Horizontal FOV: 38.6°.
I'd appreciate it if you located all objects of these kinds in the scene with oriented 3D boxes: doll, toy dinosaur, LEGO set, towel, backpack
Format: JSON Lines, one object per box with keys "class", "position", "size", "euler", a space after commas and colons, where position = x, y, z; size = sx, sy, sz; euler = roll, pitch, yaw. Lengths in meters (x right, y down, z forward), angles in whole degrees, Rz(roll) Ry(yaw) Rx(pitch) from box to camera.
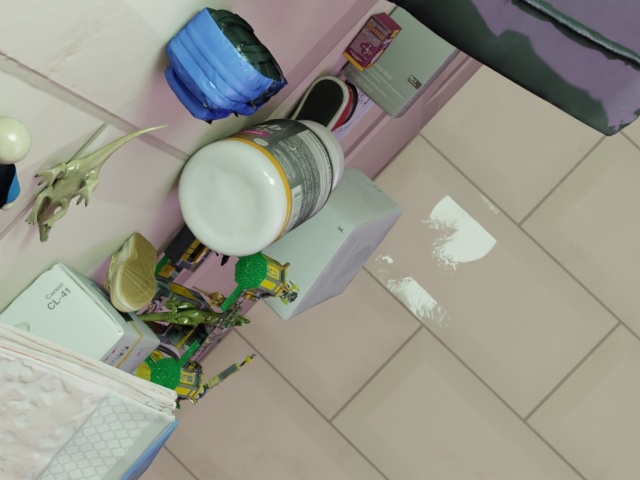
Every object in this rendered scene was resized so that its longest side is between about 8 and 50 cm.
{"class": "doll", "position": [-0.292, -0.021, 0.726], "size": [0.189, 0.046, 0.129], "euler": [-47, 176, 13]}
{"class": "toy dinosaur", "position": [-0.238, -0.064, 0.900], "size": [0.183, 0.053, 0.092], "euler": [-40, -168, 16]}
{"class": "LEGO set", "position": [-0.174, 0.112, 1.529], "size": [0.331, 0.255, 0.192], "euler": [-57, 147, 1]}
{"class": "towel", "position": [-0.372, 0.244, 1.018], "size": [0.332, 0.317, 0.053], "euler": [-48, -142, 15]}
{"class": "backpack", "position": [-0.097, -0.165, 0.893], "size": [0.101, 0.098, 0.120], "euler": [-43, 176, 8]}

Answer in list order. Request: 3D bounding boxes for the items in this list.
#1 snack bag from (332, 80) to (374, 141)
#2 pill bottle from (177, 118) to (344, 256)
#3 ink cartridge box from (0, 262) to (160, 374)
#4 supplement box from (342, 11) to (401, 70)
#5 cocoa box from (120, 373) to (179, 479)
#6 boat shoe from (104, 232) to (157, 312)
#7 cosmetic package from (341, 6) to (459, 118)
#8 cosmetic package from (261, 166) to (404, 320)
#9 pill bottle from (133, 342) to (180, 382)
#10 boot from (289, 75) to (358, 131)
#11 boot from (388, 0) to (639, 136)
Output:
{"class": "snack bag", "position": [0.093, -0.292, 1.801], "size": [0.323, 0.037, 0.342], "euler": [-48, 175, 12]}
{"class": "pill bottle", "position": [-0.073, -0.089, 1.329], "size": [0.162, 0.162, 0.278], "euler": [-49, 175, 27]}
{"class": "ink cartridge box", "position": [-0.353, 0.167, 1.224], "size": [0.226, 0.131, 0.306], "euler": [-46, 176, -7]}
{"class": "supplement box", "position": [0.083, -0.319, 1.462], "size": [0.083, 0.043, 0.055], "euler": [-50, 172, 31]}
{"class": "cocoa box", "position": [-0.417, 0.344, 1.530], "size": [0.231, 0.228, 0.347], "euler": [-43, 174, -31]}
{"class": "boat shoe", "position": [-0.262, 0.053, 1.241], "size": [0.059, 0.063, 0.170], "euler": [-37, -158, 15]}
{"class": "cosmetic package", "position": [0.165, -0.334, 1.552], "size": [0.238, 0.127, 0.107], "euler": [-50, 175, 17]}
{"class": "cosmetic package", "position": [0.000, 0.000, 1.653], "size": [0.224, 0.138, 0.225], "euler": [-54, 165, 24]}
{"class": "pill bottle", "position": [-0.365, 0.304, 1.820], "size": [0.119, 0.119, 0.208], "euler": [125, -18, -59]}
{"class": "boot", "position": [-0.025, -0.168, 1.552], "size": [0.244, 0.088, 0.176], "euler": [-51, 176, 12]}
{"class": "boot", "position": [0.232, -0.296, 0.793], "size": [0.367, 0.445, 0.146], "euler": [-39, -138, 38]}
